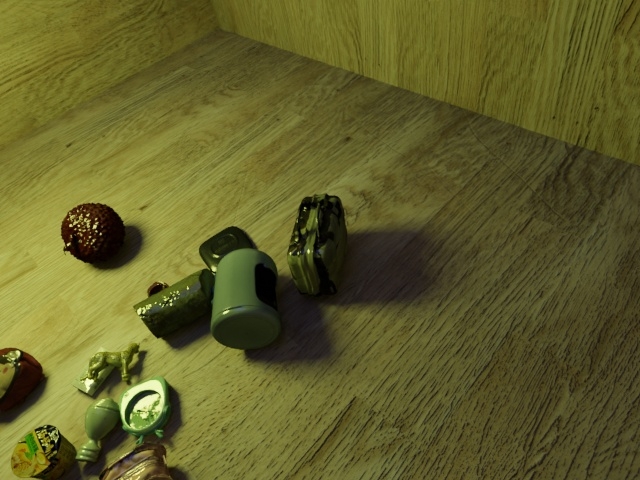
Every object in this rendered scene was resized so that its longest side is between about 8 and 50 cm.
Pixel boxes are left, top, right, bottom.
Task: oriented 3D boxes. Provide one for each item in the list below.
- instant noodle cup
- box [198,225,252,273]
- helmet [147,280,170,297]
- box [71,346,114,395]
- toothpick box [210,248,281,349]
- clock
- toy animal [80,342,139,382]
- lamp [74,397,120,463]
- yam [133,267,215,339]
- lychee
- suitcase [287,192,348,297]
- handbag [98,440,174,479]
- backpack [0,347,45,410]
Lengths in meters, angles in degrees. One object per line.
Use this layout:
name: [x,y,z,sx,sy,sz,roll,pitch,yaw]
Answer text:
instant noodle cup: [-0.843,0.666,1.356,0.151,0.122,0.151,-7,47,8]
box: [-0.403,0.034,1.867,0.212,0.042,0.201,-34,49,-18]
helmet: [-0.630,0.218,1.743,0.089,0.057,0.111,-38,53,-16]
box: [-0.801,0.467,1.573,0.084,0.040,0.154,15,54,22]
toothpick box: [-0.277,0.187,1.580,0.263,0.263,0.355,-11,46,3]
clock: [-0.563,0.561,1.425,0.159,0.066,0.211,-21,49,-6]
toy animal: [-0.739,0.426,1.545,0.181,0.073,0.136,0,56,-11]
lamp: [-0.711,0.603,1.404,0.106,0.106,0.193,2,61,13]
yam: [-0.520,0.234,1.636,0.304,0.168,0.168,-28,50,-12]
lychee: [-0.984,-0.031,1.897,0.264,0.264,0.300,6,30,16]
suitcase: [0.000,0.000,1.614,0.193,0.339,0.352,1,49,13]
handbag: [-0.517,0.687,1.238,0.205,0.179,0.116,-32,44,-17]
backpack: [-1.124,0.484,1.568,0.229,0.139,0.229,-6,66,14]
